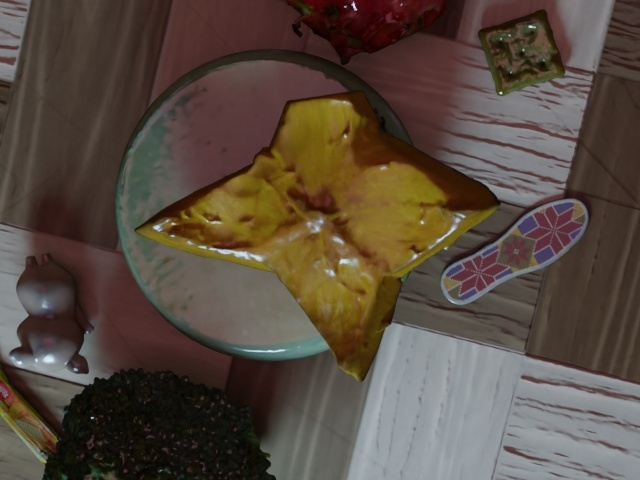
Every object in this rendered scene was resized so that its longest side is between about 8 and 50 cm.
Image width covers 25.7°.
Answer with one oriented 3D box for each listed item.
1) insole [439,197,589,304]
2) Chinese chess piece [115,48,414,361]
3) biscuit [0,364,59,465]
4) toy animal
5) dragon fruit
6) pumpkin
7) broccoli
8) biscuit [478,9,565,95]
[{"bbox_3d":[0.225,0.013,1.627,0.193,0.006,0.065,-30,90,6],"label":"insole"},{"bbox_3d":[-0.055,-0.039,1.584,0.349,0.146,0.350,0,93,7],"label":"Chinese chess piece"},{"bbox_3d":[-0.313,0.263,1.688,0.048,0.026,0.292,-42,89,-13],"label":"biscuit"},{"bbox_3d":[-0.321,0.090,1.650,0.083,0.089,0.150,-11,83,10],"label":"toy animal"},{"bbox_3d":[0.033,-0.329,1.537,0.205,0.210,0.268,-33,69,-16],"label":"dragon fruit"},{"bbox_3d":[-0.002,-0.027,1.458,0.290,0.095,0.258,37,102,7],"label":"pumpkin"},{"bbox_3d":[-0.164,0.274,1.567,0.235,0.288,0.260,-29,131,14],"label":"broccoli"},{"bbox_3d":[0.230,-0.215,1.608,0.083,0.018,0.081,-17,92,7],"label":"biscuit"}]
